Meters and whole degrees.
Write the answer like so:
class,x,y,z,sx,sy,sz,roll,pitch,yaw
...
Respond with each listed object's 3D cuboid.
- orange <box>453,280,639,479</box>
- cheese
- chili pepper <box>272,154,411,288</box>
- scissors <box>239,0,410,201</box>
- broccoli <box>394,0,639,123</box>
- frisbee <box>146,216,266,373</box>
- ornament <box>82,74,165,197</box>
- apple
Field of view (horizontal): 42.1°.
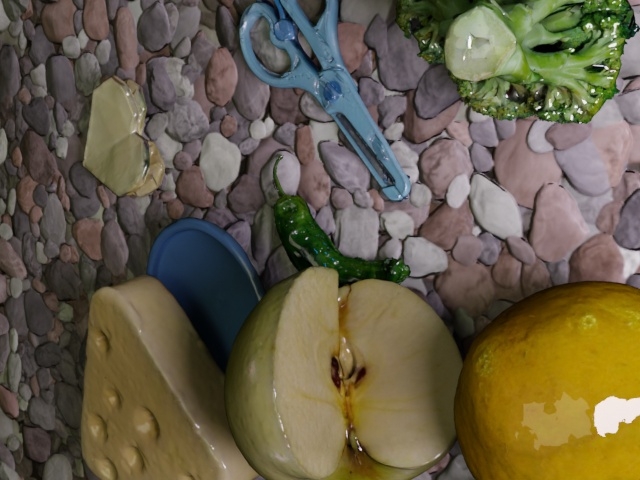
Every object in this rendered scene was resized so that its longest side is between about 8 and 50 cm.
class,x,y,z,sx,sy,sz,roll,pitch,yaw
orange,0.278,0.170,0.880,0.279,0.279,0.235,-36,45,33
cheese,-0.283,0.290,1.378,0.383,0.104,0.384,13,111,37
chili pepper,0.000,0.000,1.183,0.279,0.065,0.122,40,108,24
scissors,0.010,-0.215,1.168,0.180,0.032,0.393,-41,72,33
broccoli,0.193,-0.238,0.888,0.269,0.269,0.254,7,116,36
frisbee,-0.172,0.101,1.323,0.289,0.049,0.290,15,114,38
ornament,-0.356,-0.164,1.432,0.180,0.059,0.201,-23,79,37
apple,0.018,0.186,1.063,0.233,0.295,0.258,127,140,-51
